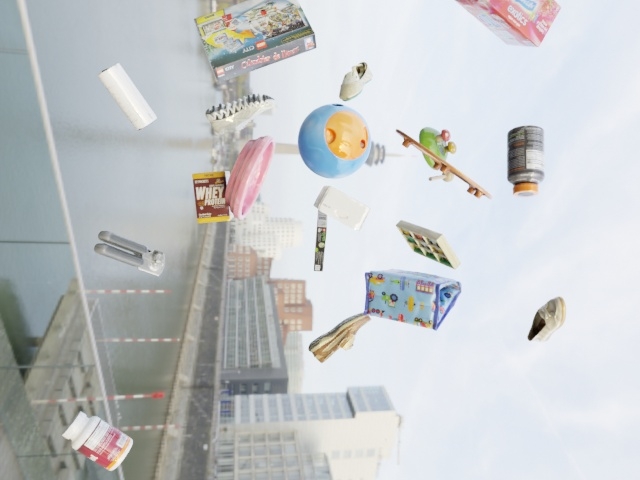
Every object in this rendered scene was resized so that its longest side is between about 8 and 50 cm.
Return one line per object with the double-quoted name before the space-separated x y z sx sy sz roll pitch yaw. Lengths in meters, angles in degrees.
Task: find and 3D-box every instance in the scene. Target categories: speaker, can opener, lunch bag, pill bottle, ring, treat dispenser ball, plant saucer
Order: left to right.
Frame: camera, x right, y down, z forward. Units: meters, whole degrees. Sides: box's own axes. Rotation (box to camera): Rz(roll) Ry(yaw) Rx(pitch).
"pill bottle" -0.552 0.493 1.180 0.086 0.152 0.086 -45 -165 15
"speaker" -0.418 -0.311 1.035 0.136 0.055 0.055 58 6 -27
"can opener" -0.583 0.041 1.456 0.283 0.095 0.076 39 59 -62
"plant saucer" -0.268 -0.244 1.782 0.332 0.084 0.333 -157 -90 -88
"treat dispenser ball" 0.054 -0.384 1.858 0.288 0.287 0.289 -179 -90 -80
"lunch bag" 0.290 0.142 1.441 0.293 0.220 0.138 -19 113 -58
"ring" 0.346 -0.212 1.367 0.032 0.336 0.337 -55 -160 14
"pill bottle" 0.750 -0.285 1.746 0.130 0.130 0.246 138 -42 -76

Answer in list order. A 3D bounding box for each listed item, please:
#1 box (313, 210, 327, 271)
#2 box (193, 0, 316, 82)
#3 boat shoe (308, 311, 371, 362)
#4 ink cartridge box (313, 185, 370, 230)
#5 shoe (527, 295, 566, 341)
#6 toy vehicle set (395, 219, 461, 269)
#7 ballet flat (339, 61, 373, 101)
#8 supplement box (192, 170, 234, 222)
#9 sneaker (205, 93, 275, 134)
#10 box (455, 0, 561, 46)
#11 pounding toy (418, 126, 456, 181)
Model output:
"box" 0.000 0.000 1.751 0.114 0.036 0.207 -88 -178 -51
"box" -0.144 -0.455 1.050 0.044 0.232 0.159 79 -11 -67
"boat shoe" 0.101 0.452 2.215 0.120 0.323 0.122 57 4 3
"ink cartridge box" 0.060 -0.100 1.438 0.082 0.139 0.191 -61 -172 2
"shoe" 0.725 0.260 1.532 0.219 0.058 0.077 91 -7 -45
"toy vehicle set" 0.423 0.013 1.890 0.166 0.035 0.266 51 -11 -28
"ballet flat" 0.075 -0.367 1.090 0.053 0.057 0.168 69 30 -26
"supplement box" -0.431 -0.180 1.935 0.191 0.128 0.194 -125 -150 -80
"sneaker" -0.325 -0.529 1.991 0.110 0.291 0.118 -100 174 -55
"box" 0.511 -0.649 1.304 0.123 0.256 0.128 -63 -149 12
"pounding toy" 0.494 -0.361 1.921 0.110 0.182 0.237 -17 -98 38
